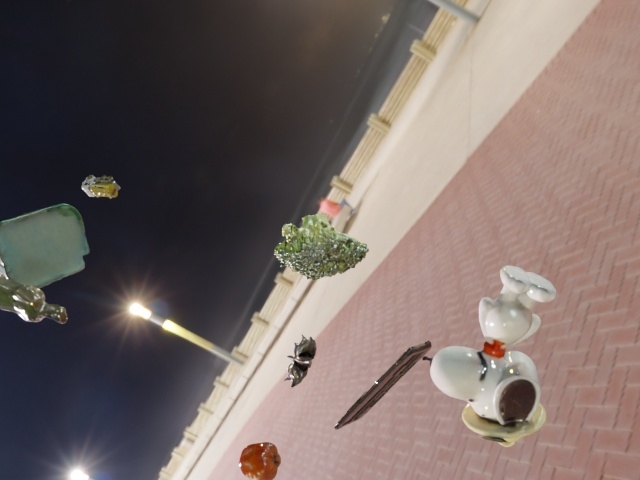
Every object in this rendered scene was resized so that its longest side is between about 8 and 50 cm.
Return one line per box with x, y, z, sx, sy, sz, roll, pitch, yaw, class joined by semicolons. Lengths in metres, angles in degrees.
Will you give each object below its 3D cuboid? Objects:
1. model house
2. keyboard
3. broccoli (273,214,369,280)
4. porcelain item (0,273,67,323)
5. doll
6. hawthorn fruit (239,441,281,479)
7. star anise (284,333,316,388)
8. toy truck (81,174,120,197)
-0.903;0.022;1.641;0.280;0.249;0.229;-30;-64;-52;model house
0.122;0.292;1.080;0.106;0.016;0.262;-1;-45;-50;keyboard
0.000;0.000;1.807;0.248;0.288;0.245;-35;55;40;broccoli
-0.607;0.122;1.100;0.069;0.216;0.081;-39;-41;-64;porcelain item
0.306;0.192;0.864;0.271;0.208;0.144;-55;-3;21;doll
-0.209;0.748;1.817;0.138;0.132;0.133;-14;26;21;hawthorn fruit
-0.064;0.409;1.799;0.180;0.061;0.204;-126;59;-74;star anise
-0.670;-0.161;1.643;0.052;0.123;0.062;65;-141;-47;toy truck
